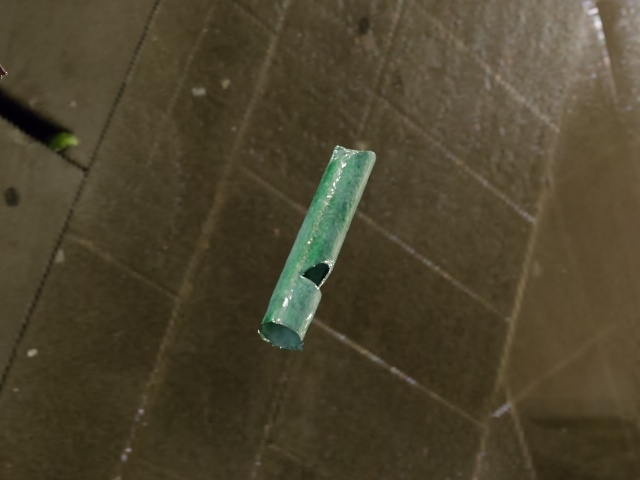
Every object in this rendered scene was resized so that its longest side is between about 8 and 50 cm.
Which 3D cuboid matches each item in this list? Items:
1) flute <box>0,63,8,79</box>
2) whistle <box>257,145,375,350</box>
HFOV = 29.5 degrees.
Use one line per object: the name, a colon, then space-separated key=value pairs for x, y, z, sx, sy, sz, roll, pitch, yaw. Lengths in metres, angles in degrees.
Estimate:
flute: x=-0.423 y=-0.287 z=1.306 sx=0.269 sy=0.014 sz=0.014 roll=55 pitch=51 yaw=-16
whistle: x=0.000 y=0.000 z=0.954 sx=0.039 sy=0.039 sz=0.186 roll=44 pitch=51 yaw=-30
